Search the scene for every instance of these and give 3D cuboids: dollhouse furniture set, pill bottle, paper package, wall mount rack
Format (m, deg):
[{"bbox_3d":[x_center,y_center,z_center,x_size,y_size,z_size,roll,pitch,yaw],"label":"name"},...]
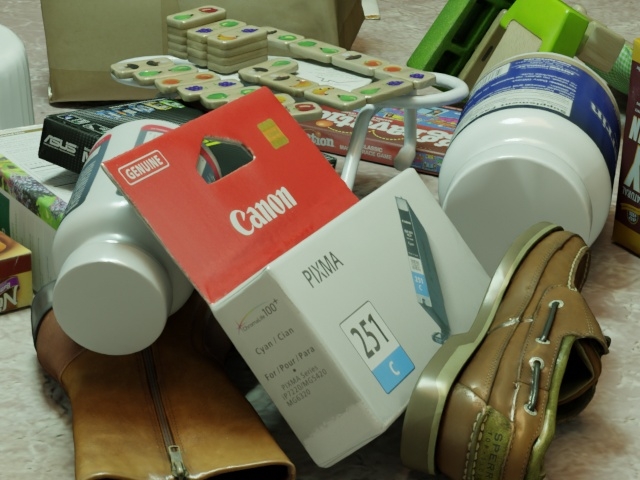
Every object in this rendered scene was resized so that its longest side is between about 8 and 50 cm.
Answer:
[{"bbox_3d":[0.281,-0.161,2.055,0.302,0.151,0.197,22,15,-36],"label":"dollhouse furniture set"},{"bbox_3d":[0.185,-0.061,1.695,0.153,0.153,0.264,6,24,10],"label":"pill bottle"},{"bbox_3d":[-0.124,-0.273,2.120,0.325,0.168,0.309,-1,21,8],"label":"paper package"},{"bbox_3d":[-0.047,-0.087,1.773,0.350,0.130,0.304,5,20,17],"label":"wall mount rack"},{"bbox_3d":[-0.136,-0.001,1.384,0.108,0.108,0.180,5,33,5],"label":"pill bottle"}]

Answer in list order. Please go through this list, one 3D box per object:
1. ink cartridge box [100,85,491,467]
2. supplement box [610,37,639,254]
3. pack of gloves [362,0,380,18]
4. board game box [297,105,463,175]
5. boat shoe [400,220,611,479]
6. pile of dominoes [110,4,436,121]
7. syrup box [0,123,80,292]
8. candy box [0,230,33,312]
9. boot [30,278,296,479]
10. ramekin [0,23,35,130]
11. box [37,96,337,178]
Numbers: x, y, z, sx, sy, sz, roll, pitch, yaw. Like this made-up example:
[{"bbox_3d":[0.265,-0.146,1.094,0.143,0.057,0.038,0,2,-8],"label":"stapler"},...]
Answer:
[{"bbox_3d":[0.000,0.000,1.408,0.066,0.261,0.296,-36,0,27],"label":"ink cartridge box"},{"bbox_3d":[0.382,-0.082,1.708,0.191,0.194,0.129,-11,26,-29],"label":"supplement box"},{"bbox_3d":[-0.017,-0.347,2.500,0.195,0.046,0.232,2,23,2],"label":"pack of gloves"},{"bbox_3d":[0.079,-0.114,1.976,0.281,0.027,0.145,13,26,25],"label":"board game box"},{"bbox_3d":[0.160,0.090,1.409,0.104,0.110,0.307,15,35,18],"label":"boat shoe"},{"bbox_3d":[-0.049,-0.167,1.746,0.196,0.040,0.251,-21,30,-40],"label":"pile of dominoes"},{"bbox_3d":[-0.219,-0.018,1.627,0.096,0.093,0.237,-13,27,-31],"label":"syrup box"},{"bbox_3d":[-0.334,0.012,1.601,0.109,0.053,0.187,-15,27,-35],"label":"candy box"},{"bbox_3d":[-0.069,0.088,1.389,0.264,0.096,0.280,-4,24,-17],"label":"boot"},{"bbox_3d":[-0.404,-0.127,1.819,0.277,0.135,0.277,2,23,-1],"label":"ramekin"},{"bbox_3d":[-0.110,-0.069,1.608,0.184,0.045,0.191,19,18,26],"label":"box"}]
